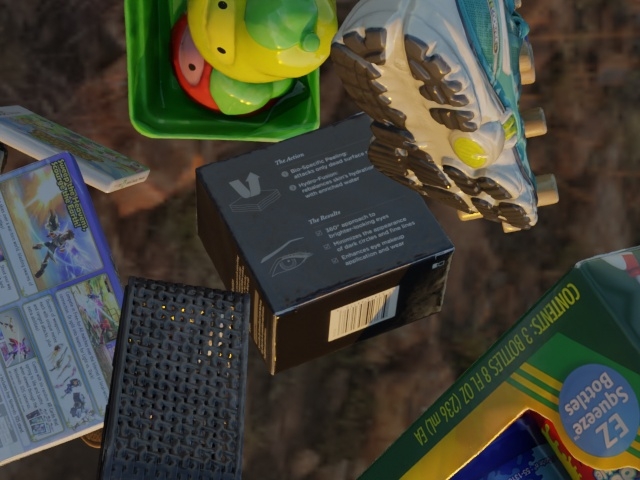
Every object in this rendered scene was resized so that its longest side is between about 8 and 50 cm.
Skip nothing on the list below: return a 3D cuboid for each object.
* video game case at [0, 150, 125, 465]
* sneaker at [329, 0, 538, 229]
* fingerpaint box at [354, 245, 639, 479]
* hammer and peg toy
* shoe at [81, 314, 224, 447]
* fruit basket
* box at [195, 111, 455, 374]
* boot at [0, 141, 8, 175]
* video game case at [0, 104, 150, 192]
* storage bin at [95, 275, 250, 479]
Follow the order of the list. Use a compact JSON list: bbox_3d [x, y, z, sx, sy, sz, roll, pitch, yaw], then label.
[{"bbox_3d":[-0.314,0.079,1.532,0.061,0.244,0.270,102,-32,-88],"label":"video game case"},{"bbox_3d":[0.089,-0.088,0.895,0.110,0.107,0.275,-63,160,-16],"label":"sneaker"},{"bbox_3d":[0.204,0.280,1.164,0.163,0.445,0.371,-11,61,-44],"label":"fingerpaint box"},{"bbox_3d":[0.205,-0.208,1.936,0.361,0.127,0.266,-85,162,-58],"label":"hammer and peg toy"},{"bbox_3d":[-0.171,0.143,1.634,0.076,0.219,0.058,53,18,21],"label":"shoe"},{"bbox_3d":[-0.105,-0.287,1.850,0.392,0.282,0.392,3,90,-83],"label":"fruit basket"},{"bbox_3d":[0.000,0.000,1.233,0.156,0.158,0.093,-19,147,-17],"label":"box"},{"bbox_3d":[-0.418,-0.126,1.710,0.246,0.207,0.094,-9,131,-59],"label":"boot"},{"bbox_3d":[-0.347,-0.126,2.059,0.023,0.212,0.193,-65,176,10],"label":"video game case"},{"bbox_3d":[-0.098,0.124,0.993,0.180,0.084,0.122,-89,-169,-47],"label":"storage bin"}]
